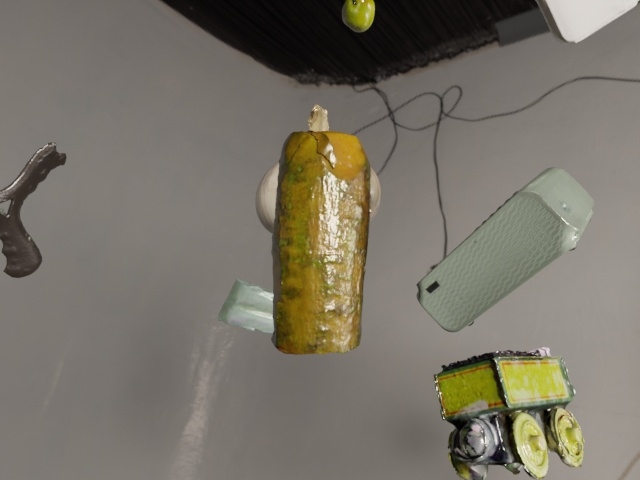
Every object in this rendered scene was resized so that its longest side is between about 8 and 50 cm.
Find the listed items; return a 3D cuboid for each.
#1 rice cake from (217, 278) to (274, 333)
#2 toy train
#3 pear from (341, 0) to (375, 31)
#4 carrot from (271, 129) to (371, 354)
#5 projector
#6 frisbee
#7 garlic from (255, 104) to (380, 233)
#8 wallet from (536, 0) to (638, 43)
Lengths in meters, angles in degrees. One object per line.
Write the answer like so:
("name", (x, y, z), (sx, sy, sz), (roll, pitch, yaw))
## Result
("rice cake", (-0.077, 0.137, 0.970), (0.040, 0.226, 0.085), (34, 100, 54))
("toy train", (0.285, 0.261, 0.777), (0.134, 0.260, 0.178), (-31, 60, 41))
("pear", (0.093, -0.569, 1.278), (0.092, 0.097, 0.092), (-1, 68, 2))
("carrot", (0.000, 0.000, 0.414), (0.082, 0.082, 0.173), (5, 91, 44))
("projector", (0.288, 0.014, 0.802), (0.108, 0.198, 0.250), (47, 126, 11))
("frisbee", (-0.416, -0.059, 0.690), (0.012, 0.211, 0.187), (26, 75, 29))
("garlic", (-0.006, -0.122, 0.961), (0.245, 0.245, 0.253), (-3, 92, 41))
("wallet", (0.248, -0.302, 0.524), (0.095, 0.190, 0.033), (-33, 17, 11))
